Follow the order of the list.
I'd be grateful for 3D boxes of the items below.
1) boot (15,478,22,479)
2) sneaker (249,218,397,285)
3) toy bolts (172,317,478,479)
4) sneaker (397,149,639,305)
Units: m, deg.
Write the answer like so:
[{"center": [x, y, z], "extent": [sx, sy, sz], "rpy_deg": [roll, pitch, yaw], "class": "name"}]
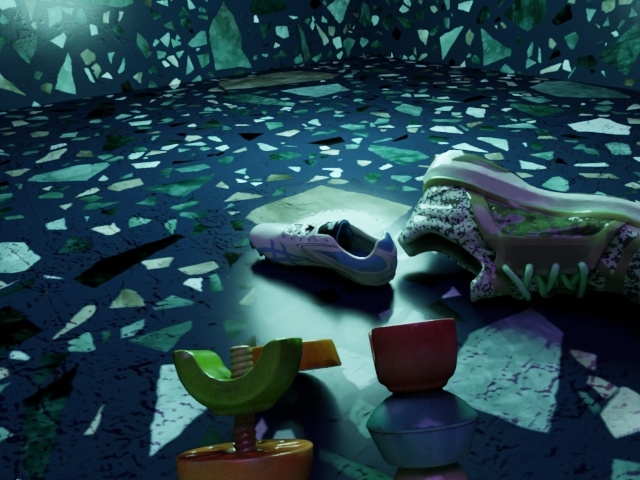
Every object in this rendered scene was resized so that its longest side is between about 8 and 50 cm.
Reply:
[{"center": [-0.083, 0.204, 0.218], "extent": [0.261, 0.204, 0.095], "rpy_deg": [1, 27, 7], "class": "boot"}, {"center": [0.000, 0.000, 0.727], "extent": [0.237, 0.086, 0.085], "rpy_deg": [12, 32, 26], "class": "sneaker"}, {"center": [0.015, 0.162, 0.427], "extent": [0.228, 0.159, 0.218], "rpy_deg": [-8, -13, 7], "class": "toy bolts"}, {"center": [0.276, 0.030, 0.657], "extent": [0.410, 0.158, 0.182], "rpy_deg": [27, 70, 39], "class": "sneaker"}]
